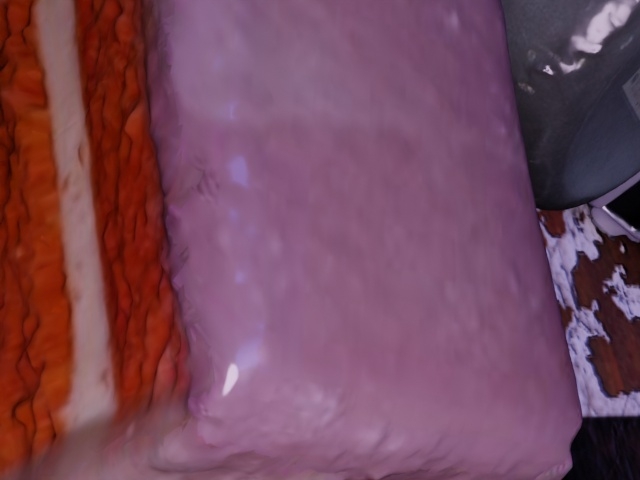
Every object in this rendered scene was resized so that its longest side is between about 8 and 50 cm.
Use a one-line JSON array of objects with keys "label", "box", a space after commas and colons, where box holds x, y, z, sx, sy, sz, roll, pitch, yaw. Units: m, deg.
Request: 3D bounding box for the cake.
[{"label": "cake", "box": [-0.040, -0.006, 0.787, 0.230, 0.237, 0.309, 14, 58, -38]}]

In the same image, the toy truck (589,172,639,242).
[{"label": "toy truck", "box": [0.301, -0.134, 1.254, 0.178, 0.176, 0.363, 31, 47, -15]}]

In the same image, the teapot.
[{"label": "teapot", "box": [0.092, -0.177, 1.014, 0.305, 0.223, 0.285, -14, 52, -48]}]
